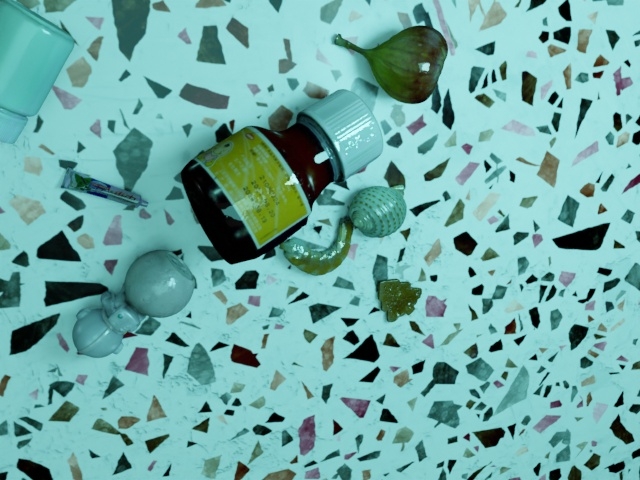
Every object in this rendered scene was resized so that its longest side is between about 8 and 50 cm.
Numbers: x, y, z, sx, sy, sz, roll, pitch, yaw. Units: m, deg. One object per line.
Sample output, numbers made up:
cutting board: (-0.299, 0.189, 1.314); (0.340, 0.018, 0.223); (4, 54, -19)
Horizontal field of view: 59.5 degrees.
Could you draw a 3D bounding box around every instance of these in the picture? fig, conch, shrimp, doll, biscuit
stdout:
fig: (0.155, -0.382, 1.193); (0.143, 0.231, 0.160); (-13, 119, -58)
conch: (0.141, -0.062, 1.289); (0.153, 0.102, 0.135); (-16, 125, -11)
shrimp: (0.000, 0.000, 1.295); (0.161, 0.049, 0.166); (31, 95, -25)
doll: (-0.402, 0.144, 1.177); (0.287, 0.151, 0.151); (-39, 113, 2)
biscuit: (0.190, 0.140, 1.405); (0.119, 0.019, 0.130); (-44, 113, 1)

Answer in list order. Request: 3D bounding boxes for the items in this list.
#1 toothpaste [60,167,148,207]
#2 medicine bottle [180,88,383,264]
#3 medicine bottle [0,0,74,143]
toothpaste: (-0.439, -0.101, 1.149); (0.170, 0.028, 0.045); (19, 90, -17)
medicine bottle: (-0.069, -0.140, 1.142); (0.395, 0.242, 0.242); (-34, 113, -18)
medicine bottle: (-0.552, -0.300, 0.995); (0.139, 0.139, 0.225); (30, 97, -22)
